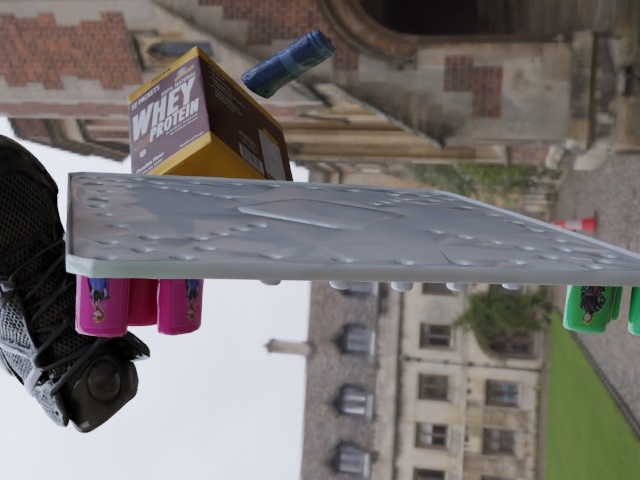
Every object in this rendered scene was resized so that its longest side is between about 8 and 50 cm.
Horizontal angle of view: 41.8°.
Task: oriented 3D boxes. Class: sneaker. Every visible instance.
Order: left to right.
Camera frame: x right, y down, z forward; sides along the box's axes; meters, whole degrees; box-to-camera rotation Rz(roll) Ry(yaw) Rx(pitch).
[{"bbox_3d":[-0.172,0.038,0.543,0.087,0.130,0.227,-39,-30,-35],"label":"sneaker"}]

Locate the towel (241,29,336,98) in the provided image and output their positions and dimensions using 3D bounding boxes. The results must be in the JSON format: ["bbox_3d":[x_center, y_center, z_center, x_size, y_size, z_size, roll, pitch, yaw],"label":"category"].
[{"bbox_3d":[-0.040,-0.224,1.074,0.029,0.119,0.067,65,-164,9],"label":"towel"}]

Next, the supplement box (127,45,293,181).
[{"bbox_3d":[-0.144,-0.113,1.127,0.191,0.129,0.194,40,-153,-43],"label":"supplement box"}]

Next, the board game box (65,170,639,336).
[{"bbox_3d":[0.000,0.000,0.669,0.390,0.390,0.050,-145,59,-70],"label":"board game box"}]
